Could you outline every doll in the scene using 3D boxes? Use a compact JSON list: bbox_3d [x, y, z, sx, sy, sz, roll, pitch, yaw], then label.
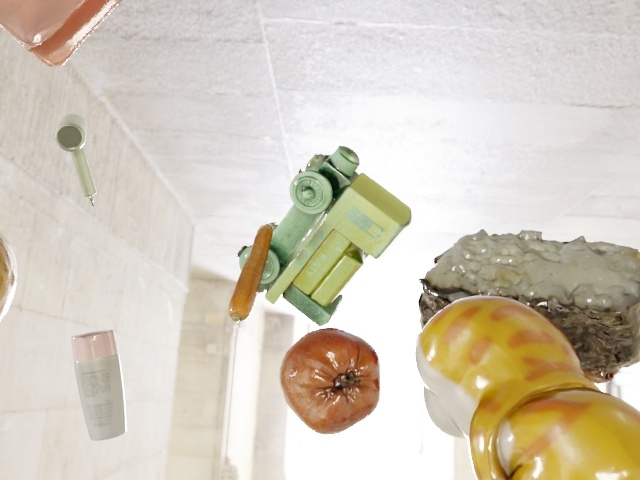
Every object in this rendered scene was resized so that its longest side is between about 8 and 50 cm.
[{"bbox_3d":[0.194,0.165,0.579,0.162,0.269,0.166,-23,129,-1],"label":"doll"}]

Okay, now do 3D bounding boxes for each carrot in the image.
[{"bbox_3d":[-0.119,0.049,1.121,0.043,0.248,0.043,5,130,6],"label":"carrot"}]

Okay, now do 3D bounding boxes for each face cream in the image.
[{"bbox_3d":[-0.413,0.270,1.186,0.084,0.198,0.057,-8,179,-1],"label":"face cream"}]

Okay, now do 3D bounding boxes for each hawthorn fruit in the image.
[{"bbox_3d":[0.011,0.173,0.810,0.133,0.133,0.138,8,171,-18],"label":"hawthorn fruit"}]

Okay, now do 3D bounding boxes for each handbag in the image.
[{"bbox_3d":[-0.324,-0.340,0.801,0.157,0.212,0.059,40,176,20],"label":"handbag"}]

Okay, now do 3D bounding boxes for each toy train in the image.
[{"bbox_3d":[0.000,0.000,1.342,0.253,0.397,0.160,37,-154,-1],"label":"toy train"}]

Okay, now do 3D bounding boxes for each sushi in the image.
[{"bbox_3d":[0.317,0.094,0.910,0.343,0.196,0.182,5,132,27],"label":"sushi"}]

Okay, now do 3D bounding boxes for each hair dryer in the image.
[{"bbox_3d":[-0.321,-0.105,0.852,0.038,0.124,0.063,-14,-154,-10],"label":"hair dryer"}]

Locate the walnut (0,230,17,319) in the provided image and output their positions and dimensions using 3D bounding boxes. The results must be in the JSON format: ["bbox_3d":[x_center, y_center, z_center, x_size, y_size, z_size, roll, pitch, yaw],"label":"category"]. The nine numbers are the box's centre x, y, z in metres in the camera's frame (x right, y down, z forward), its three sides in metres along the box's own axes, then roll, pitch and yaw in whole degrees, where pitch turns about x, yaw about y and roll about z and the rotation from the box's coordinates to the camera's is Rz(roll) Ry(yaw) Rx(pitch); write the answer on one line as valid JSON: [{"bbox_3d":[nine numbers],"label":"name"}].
[{"bbox_3d":[-0.465,0.027,0.730,0.193,0.225,0.193,-37,173,-5],"label":"walnut"}]
